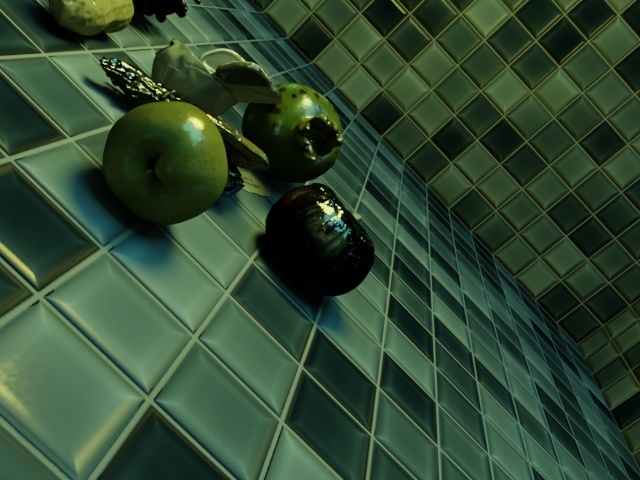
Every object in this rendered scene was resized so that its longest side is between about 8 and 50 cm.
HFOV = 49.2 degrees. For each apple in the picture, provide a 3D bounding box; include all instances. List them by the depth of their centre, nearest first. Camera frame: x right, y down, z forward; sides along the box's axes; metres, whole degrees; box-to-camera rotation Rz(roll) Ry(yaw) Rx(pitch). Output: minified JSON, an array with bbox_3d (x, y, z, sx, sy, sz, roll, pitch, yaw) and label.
[{"bbox_3d":[-0.230,-0.117,1.042,0.200,0.200,0.200,42,18,-17],"label":"apple"}]

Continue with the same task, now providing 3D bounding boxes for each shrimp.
[{"bbox_3d":[-0.242,-0.230,1.308,0.365,0.071,0.233,35,-10,-33],"label":"shrimp"}]

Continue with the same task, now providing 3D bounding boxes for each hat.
[{"bbox_3d":[-0.219,-0.328,1.480,0.275,0.161,0.232,6,23,-23],"label":"hat"}]

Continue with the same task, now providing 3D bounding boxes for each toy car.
[{"bbox_3d":[-0.237,-0.146,1.281,0.216,0.063,0.103,27,21,-27],"label":"toy car"}]

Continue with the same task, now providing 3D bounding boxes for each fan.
[{"bbox_3d":[-0.213,-0.217,1.581,0.310,0.010,0.182,56,19,24],"label":"fan"}]

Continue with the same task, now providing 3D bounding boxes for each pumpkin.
[{"bbox_3d":[0.000,0.000,1.356,0.233,0.163,0.233,49,9,-11],"label":"pumpkin"}]

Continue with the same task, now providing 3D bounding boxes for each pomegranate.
[{"bbox_3d":[-0.064,-0.254,1.600,0.242,0.242,0.306,48,-3,0],"label":"pomegranate"}]

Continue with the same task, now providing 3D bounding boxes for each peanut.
[{"bbox_3d":[-0.449,-0.468,1.375,0.123,0.123,0.256,45,16,-7],"label":"peanut"}]

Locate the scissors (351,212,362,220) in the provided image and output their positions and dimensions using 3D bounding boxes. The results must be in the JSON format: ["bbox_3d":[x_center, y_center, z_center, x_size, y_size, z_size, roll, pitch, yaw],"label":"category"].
[{"bbox_3d":[0.062,-0.045,1.828,0.118,0.030,0.242,52,20,10],"label":"scissors"}]

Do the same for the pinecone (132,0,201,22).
[{"bbox_3d":[-0.406,-0.676,1.702,0.296,0.242,0.298,35,63,-25],"label":"pinecone"}]
